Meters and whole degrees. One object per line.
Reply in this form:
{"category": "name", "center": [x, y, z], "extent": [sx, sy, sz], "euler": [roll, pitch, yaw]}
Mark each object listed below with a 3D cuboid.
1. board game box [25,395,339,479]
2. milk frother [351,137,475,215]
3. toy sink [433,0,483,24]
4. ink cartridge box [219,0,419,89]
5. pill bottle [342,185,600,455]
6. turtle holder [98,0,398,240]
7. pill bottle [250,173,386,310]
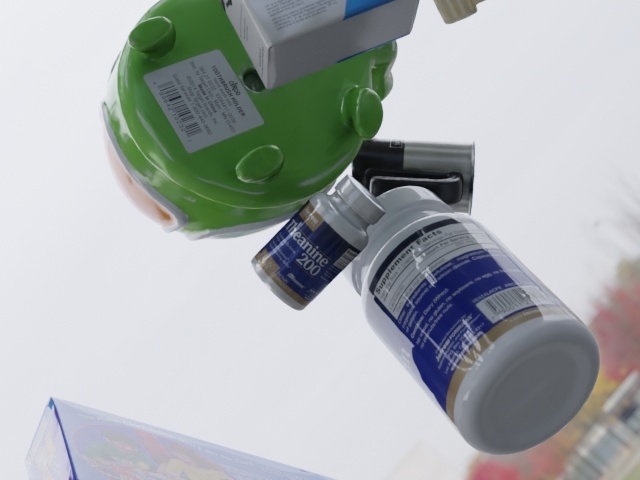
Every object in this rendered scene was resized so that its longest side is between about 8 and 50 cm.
{"category": "board game box", "center": [-0.105, 0.276, 1.718], "extent": [0.078, 0.347, 0.233], "euler": [-67, 19, 10]}
{"category": "milk frother", "center": [0.099, -0.035, 1.910], "extent": [0.129, 0.135, 0.143], "euler": [-81, -6, -57]}
{"category": "toy sink", "center": [0.077, -0.211, 0.847], "extent": [0.234, 0.152, 0.131], "euler": [-21, -45, 12]}
{"category": "ink cartridge box", "center": [-0.023, -0.256, 1.524], "extent": [0.148, 0.203, 0.086], "euler": [-23, -20, -12]}
{"category": "pill bottle", "center": [0.132, 0.068, 1.650], "extent": [0.153, 0.264, 0.153], "euler": [-17, -49, -21]}
{"category": "turtle holder", "center": [-0.076, -0.137, 1.692], "extent": [0.320, 0.243, 0.227], "euler": [-59, 5, -34]}
{"category": "pill bottle", "center": [0.000, 0.000, 1.558], "extent": [0.120, 0.067, 0.067], "euler": [-46, -11, 8]}
